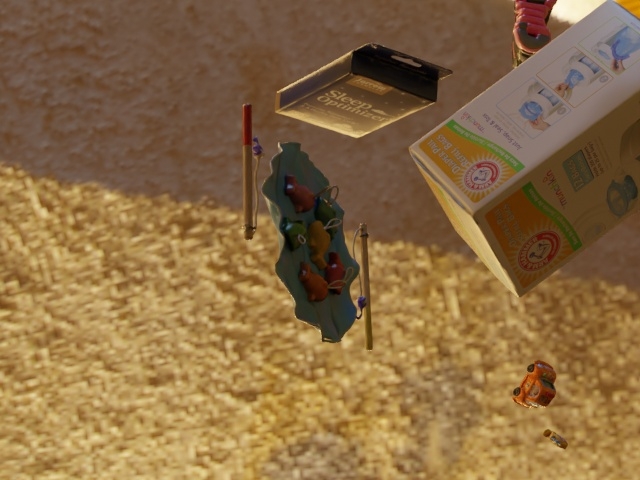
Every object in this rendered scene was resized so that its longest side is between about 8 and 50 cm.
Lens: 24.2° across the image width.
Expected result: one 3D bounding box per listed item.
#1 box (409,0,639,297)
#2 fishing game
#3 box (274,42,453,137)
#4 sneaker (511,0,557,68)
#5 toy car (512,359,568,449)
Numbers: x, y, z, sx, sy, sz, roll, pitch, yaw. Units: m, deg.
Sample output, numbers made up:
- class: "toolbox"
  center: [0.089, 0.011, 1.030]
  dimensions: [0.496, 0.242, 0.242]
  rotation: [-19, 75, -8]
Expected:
- class: "box"
  center: [0.190, -0.071, 1.165]
  dimensions: [0.203, 0.103, 0.114]
  rotation: [-36, -46, -3]
- class: "fishing game"
  center: [0.000, 0.000, 1.333]
  dimensions: [0.264, 0.041, 0.189]
  rotation: [48, -146, -51]
- class: "box"
  center: [0.055, -0.194, 1.955]
  dimensions: [0.136, 0.225, 0.036]
  rotation: [15, -111, -29]
- class: "sneaker"
  center: [0.221, -0.225, 1.575]
  dimensions: [0.057, 0.047, 0.119]
  rotation: [100, -174, -49]
- class: "toy car"
  center: [0.268, 0.191, 1.710]
  dimensions: [0.060, 0.040, 0.122]
  rotation: [-46, -52, -5]
